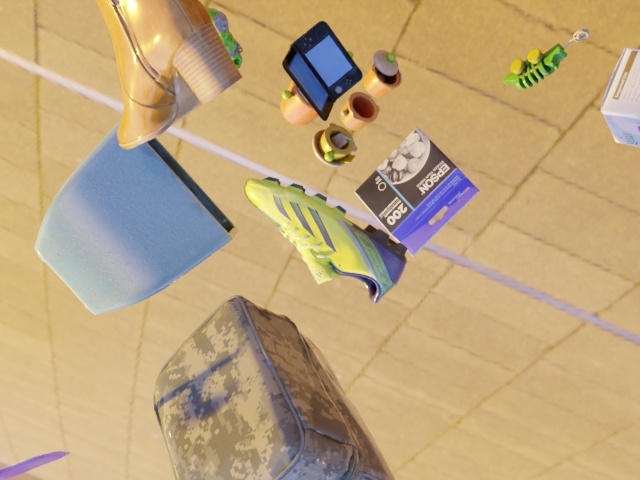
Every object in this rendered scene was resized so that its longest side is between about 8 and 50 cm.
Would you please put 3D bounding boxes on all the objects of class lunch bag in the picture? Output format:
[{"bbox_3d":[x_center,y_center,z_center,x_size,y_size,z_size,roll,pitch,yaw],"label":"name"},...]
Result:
[{"bbox_3d":[-0.041,0.257,1.166,0.256,0.305,0.212,29,109,-39],"label":"lunch bag"}]

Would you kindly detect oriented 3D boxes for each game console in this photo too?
[{"bbox_3d":[0.006,-0.276,1.490,0.122,0.107,0.071,51,180,-24],"label":"game console"}]

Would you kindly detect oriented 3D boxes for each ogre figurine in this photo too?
[{"bbox_3d":[-0.207,-0.325,1.378,0.197,0.097,0.118,40,157,1],"label":"ogre figurine"}]

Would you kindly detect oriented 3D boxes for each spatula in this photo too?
[{"bbox_3d":[-0.455,0.346,1.156,0.030,0.296,0.084,52,172,13],"label":"spatula"}]

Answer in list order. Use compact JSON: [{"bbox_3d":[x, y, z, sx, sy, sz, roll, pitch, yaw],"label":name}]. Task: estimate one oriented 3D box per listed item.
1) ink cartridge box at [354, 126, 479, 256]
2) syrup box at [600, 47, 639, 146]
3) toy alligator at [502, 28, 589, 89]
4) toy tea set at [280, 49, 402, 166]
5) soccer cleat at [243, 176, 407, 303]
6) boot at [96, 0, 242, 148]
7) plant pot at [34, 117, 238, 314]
[{"bbox_3d":[0.205,-0.107,1.993,0.208,0.206,0.045,50,-168,32],"label":"ink cartridge box"},{"bbox_3d":[0.465,-0.152,1.084,0.236,0.096,0.093,17,169,34],"label":"syrup box"},{"bbox_3d":[0.423,-0.330,1.723,0.056,0.051,0.189,28,138,-35],"label":"toy alligator"},{"bbox_3d":[0.059,-0.317,1.903,0.200,0.336,0.124,41,142,-7],"label":"toy tea set"},{"bbox_3d":[0.001,0.000,1.402,0.289,0.121,0.093,29,180,-17],"label":"soccer cleat"},{"bbox_3d":[-0.229,-0.246,1.162,0.295,0.104,0.211,-20,108,53],"label":"boot"},{"bbox_3d":[-0.310,-0.018,1.490,0.247,0.252,0.248,48,-179,-5],"label":"plant pot"}]
